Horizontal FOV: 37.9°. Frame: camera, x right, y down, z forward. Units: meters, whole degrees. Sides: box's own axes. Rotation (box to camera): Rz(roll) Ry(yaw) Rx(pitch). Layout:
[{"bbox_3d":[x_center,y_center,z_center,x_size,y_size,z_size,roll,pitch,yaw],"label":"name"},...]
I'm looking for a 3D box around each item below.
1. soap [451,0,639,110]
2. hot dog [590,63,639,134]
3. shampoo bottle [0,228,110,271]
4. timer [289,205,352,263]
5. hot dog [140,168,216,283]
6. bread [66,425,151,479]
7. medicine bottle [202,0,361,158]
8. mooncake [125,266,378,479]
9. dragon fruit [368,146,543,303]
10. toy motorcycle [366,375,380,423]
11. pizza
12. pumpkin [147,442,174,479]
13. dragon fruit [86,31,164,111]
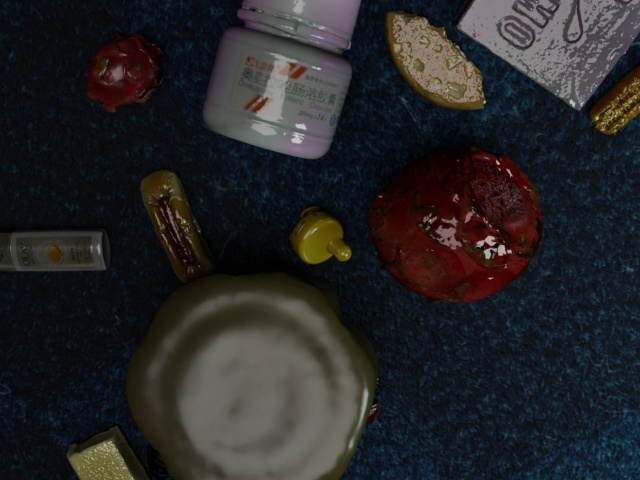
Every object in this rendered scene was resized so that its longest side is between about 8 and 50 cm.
[{"bbox_3d":[0.426,-0.424,1.635,0.285,0.107,0.296,30,109,-8],"label":"soap"},{"bbox_3d":[0.566,-0.262,1.704,0.165,0.045,0.071,-42,102,15],"label":"hot dog"},{"bbox_3d":[-0.544,0.019,1.886,0.227,0.056,0.086,0,107,5],"label":"shampoo bottle"},{"bbox_3d":[0.000,0.000,1.805,0.107,0.109,0.107,-22,134,-25],"label":"timer"},{"bbox_3d":[-0.283,-0.022,1.843,0.084,0.073,0.242,-19,106,5],"label":"hot dog"},{"bbox_3d":[-0.454,0.510,2.033,0.125,0.068,0.188,-24,104,12],"label":"bread"},{"bbox_3d":[-0.062,-0.316,1.638,0.241,0.241,0.302,16,99,-1],"label":"medicine bottle"},{"bbox_3d":[-0.121,0.268,1.770,0.467,0.262,0.467,0,87,4],"label":"mooncake"},{"bbox_3d":[0.240,-0.031,1.681,0.301,0.295,0.296,-8,109,35],"label":"dragon fruit"},{"bbox_3d":[0.035,0.334,1.929,0.213,0.082,0.122,-19,95,19],"label":"toy motorcycle"},{"bbox_3d":[0.208,-0.326,1.707,0.246,0.058,0.127,32,109,-4],"label":"pizza"},{"bbox_3d":[-0.268,0.452,1.956,0.202,0.140,0.202,1,117,1],"label":"pumpkin"},{"bbox_3d":[-0.371,-0.309,1.726,0.166,0.133,0.136,-26,95,23],"label":"dragon fruit"}]
